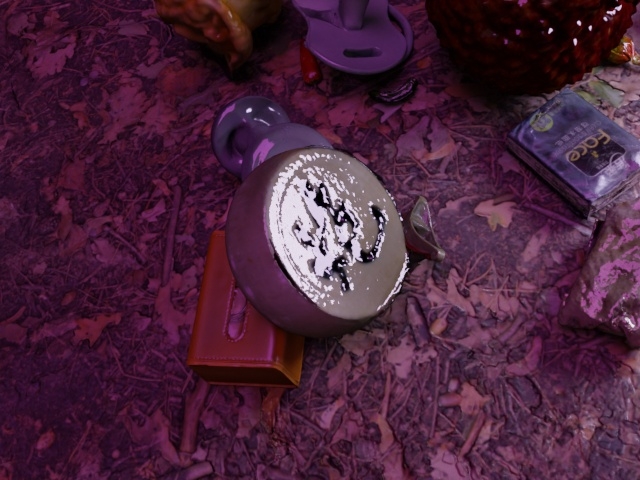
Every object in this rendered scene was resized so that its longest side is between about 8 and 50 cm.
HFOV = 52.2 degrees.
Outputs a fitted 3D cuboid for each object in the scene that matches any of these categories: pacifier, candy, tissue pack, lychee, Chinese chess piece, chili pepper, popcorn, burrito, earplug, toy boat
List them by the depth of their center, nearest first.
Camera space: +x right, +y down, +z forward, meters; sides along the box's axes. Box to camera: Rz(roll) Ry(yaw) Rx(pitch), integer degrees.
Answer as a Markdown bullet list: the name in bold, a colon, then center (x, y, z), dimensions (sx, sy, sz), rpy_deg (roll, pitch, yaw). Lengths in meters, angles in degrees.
- **burrito**: center (0.560, 0.028, 1.165), dimensions (0.175, 0.107, 0.348), rpy_deg (31, 76, 12)
- **Chinese chess piece**: center (0.000, 0.000, 1.182), dimensions (0.146, 0.349, 0.349), rpy_deg (-27, 50, 47)
- **tissue pack**: center (-0.135, 0.130, 1.263), dimensions (0.194, 0.145, 0.275), rpy_deg (-2, 62, 15)
- **toy boat**: center (0.195, -0.011, 1.279), dimensions (0.071, 0.089, 0.185), rpy_deg (-46, 33, 29)
- **lychee**: center (0.430, -0.494, 1.291), dimensions (0.424, 0.425, 0.500), rpy_deg (-39, 35, -7)
- **tissue pack**: center (0.509, -0.177, 1.294), dimensions (0.173, 0.073, 0.235), rpy_deg (-35, 59, -5)
- **candy**: center (0.686, -0.365, 1.365), dimensions (0.201, 0.060, 0.060), rpy_deg (39, 78, 20)
- **earplug**: center (-0.104, -0.177, 1.408), dimensions (0.214, 0.175, 0.325), rpy_deg (-41, 71, -13)
- **pacifier**: center (0.091, -0.539, 1.485), dimensions (0.288, 0.269, 0.343), rpy_deg (-8, 62, -18)
- **chili pepper**: center (0.168, -0.333, 1.487), dimensions (0.117, 0.035, 0.055), rpy_deg (-14, 48, 18)
- **popcorn**: center (-0.234, -0.583, 1.579), dimensions (0.348, 0.349, 0.382), rpy_deg (2, 103, 15)
- **chili pepper**: center (-0.030, -0.442, 1.593), dimensions (0.045, 0.027, 0.178), rpy_deg (-15, 59, 7)
